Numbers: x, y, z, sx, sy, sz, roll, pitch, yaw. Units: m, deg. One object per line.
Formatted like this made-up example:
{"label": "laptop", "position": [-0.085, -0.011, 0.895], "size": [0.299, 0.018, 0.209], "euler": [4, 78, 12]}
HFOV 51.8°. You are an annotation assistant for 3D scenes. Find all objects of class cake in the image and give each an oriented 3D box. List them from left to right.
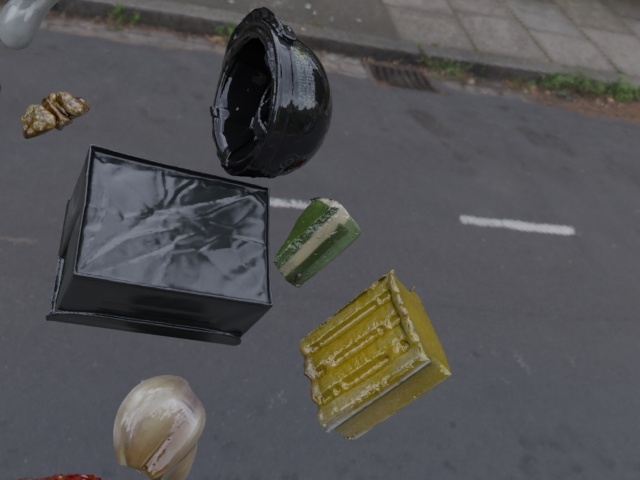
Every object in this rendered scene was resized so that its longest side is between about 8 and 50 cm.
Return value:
{"label": "cake", "position": [-0.004, 0.004, 2.073], "size": [0.158, 0.172, 0.283], "euler": [49, 55, -23]}

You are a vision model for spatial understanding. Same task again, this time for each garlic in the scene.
{"label": "garlic", "position": [-0.322, 0.387, 1.380], "size": [0.110, 0.217, 0.228], "euler": [-10, 44, 37]}

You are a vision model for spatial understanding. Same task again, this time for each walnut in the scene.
{"label": "walnut", "position": [-0.535, -0.256, 1.322], "size": [0.143, 0.069, 0.170], "euler": [-38, 23, -24]}

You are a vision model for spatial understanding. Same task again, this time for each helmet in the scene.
{"label": "helmet", "position": [-0.068, -0.228, 1.088], "size": [0.161, 0.230, 0.278], "euler": [11, 69, -31]}

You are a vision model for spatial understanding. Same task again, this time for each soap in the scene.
{"label": "soap", "position": [0.125, 0.285, 1.633], "size": [0.156, 0.335, 0.293], "euler": [37, 21, -41]}

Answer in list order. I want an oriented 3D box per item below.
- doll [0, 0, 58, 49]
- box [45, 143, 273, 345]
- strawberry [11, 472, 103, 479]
{"label": "doll", "position": [-0.304, -0.392, 0.746], "size": [0.160, 0.242, 0.311], "euler": [30, 78, 35]}
{"label": "box", "position": [-0.275, 0.020, 1.166], "size": [0.345, 0.204, 0.251], "euler": [11, 57, -24]}
{"label": "strawberry", "position": [-0.311, 0.304, 0.712], "size": [0.236, 0.106, 0.175], "euler": [-7, 29, 19]}
